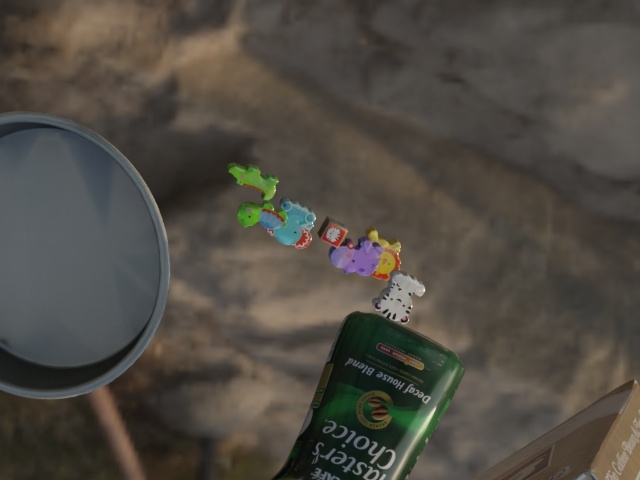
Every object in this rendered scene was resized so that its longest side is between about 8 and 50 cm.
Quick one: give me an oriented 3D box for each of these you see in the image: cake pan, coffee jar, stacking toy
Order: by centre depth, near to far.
[{"bbox_3d":[0.024,0.149,1.131,0.096,0.184,0.079,26,165,-2],"label":"coffee jar"},{"bbox_3d":[-0.280,0.013,1.623,0.293,0.293,0.054,-2,-170,17],"label":"cake pan"},{"bbox_3d":[0.000,0.000,1.674,0.221,0.052,0.167,28,-169,-14],"label":"stacking toy"}]

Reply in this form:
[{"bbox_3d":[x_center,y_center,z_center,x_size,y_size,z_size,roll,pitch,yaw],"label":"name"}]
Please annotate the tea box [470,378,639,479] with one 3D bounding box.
[{"bbox_3d":[0.207,0.353,1.331,0.329,0.323,0.220,-36,180,25],"label":"tea box"}]
